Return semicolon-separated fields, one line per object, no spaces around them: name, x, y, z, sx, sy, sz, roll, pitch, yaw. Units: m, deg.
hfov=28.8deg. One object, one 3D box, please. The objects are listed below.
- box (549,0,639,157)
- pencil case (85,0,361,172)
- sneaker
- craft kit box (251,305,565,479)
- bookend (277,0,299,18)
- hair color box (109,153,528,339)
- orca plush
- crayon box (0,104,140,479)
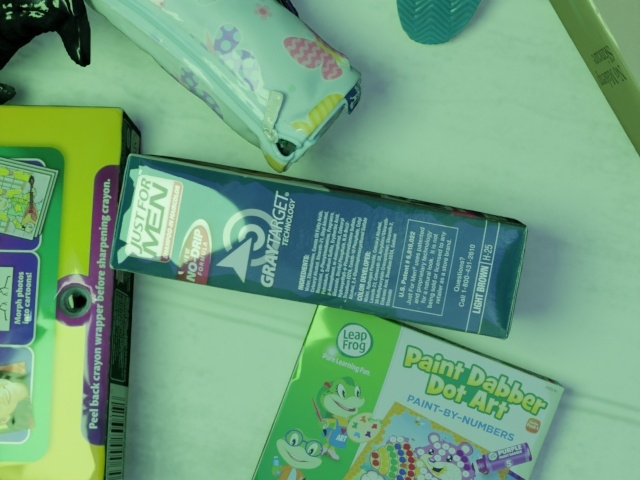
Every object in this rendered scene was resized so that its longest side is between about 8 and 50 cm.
box;0.306;-0.196;1.138;0.121;0.148;0.311;-30;89;3
pencil case;-0.096;-0.180;1.094;0.273;0.113;0.124;41;51;-5
sneaker;0.114;-0.299;1.172;0.087;0.092;0.228;3;111;-1
craft kit box;0.074;0.208;1.198;0.250;0.061;0.246;20;89;0
bookend;-0.124;-0.238;1.182;0.157;0.072;0.156;-28;91;2
hair color box;0.000;0.000;1.133;0.347;0.174;0.105;10;93;1
orca plush;-0.327;-0.154;1.105;0.287;0.102;0.151;4;135;28
crayon box;-0.337;0.059;1.153;0.313;0.106;0.363;1;81;2
